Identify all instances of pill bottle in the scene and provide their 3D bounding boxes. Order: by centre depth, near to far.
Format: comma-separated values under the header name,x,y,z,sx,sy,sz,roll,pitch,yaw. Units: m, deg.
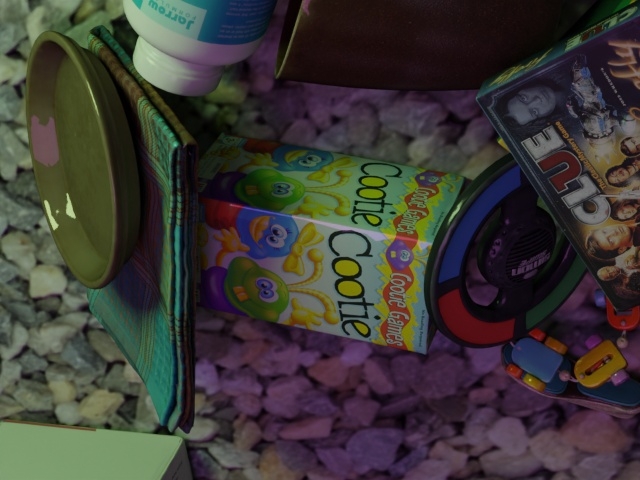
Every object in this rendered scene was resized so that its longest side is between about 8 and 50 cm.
name,x,y,z,sx,sy,sz,roll,pitch,yaw
pill bottle,-0.103,-0.271,1.288,0.146,0.146,0.264,25,125,3

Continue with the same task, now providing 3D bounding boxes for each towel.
name,x,y,z,sx,sy,sz,roll,pitch,yaw
towel,-0.198,-0.009,1.441,0.040,0.271,0.370,-14,129,-25

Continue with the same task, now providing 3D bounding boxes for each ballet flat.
name,x,y,z,sx,sy,sz,roll,pitch,yaw
ballet flat,0.274,0.160,1.479,0.168,0.057,0.052,20,153,9

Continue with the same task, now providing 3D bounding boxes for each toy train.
name,x,y,z,sx,sy,sz,roll,pitch,yaw
toy train,0.274,0.099,1.427,0.166,0.046,0.125,-11,74,19

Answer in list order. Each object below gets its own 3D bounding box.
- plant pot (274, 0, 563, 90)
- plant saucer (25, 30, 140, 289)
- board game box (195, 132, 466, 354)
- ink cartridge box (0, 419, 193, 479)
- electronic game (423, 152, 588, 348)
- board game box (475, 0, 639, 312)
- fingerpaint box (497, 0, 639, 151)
name,x,y,z,sx,sy,sz,roll,pitch,yaw
plant pot,0.096,-0.222,1.230,0.231,0.215,0.215,15,125,-7
plant saucer,-0.253,-0.086,1.426,0.278,0.041,0.277,38,134,52
board game box,0.000,0.000,1.420,0.275,0.142,0.144,11,123,13
ink cartridge box,-0.298,0.446,1.786,0.279,0.160,0.384,2,121,19
electronic game,0.197,0.007,1.331,0.048,0.229,0.229,40,137,43
board game box,0.268,-0.067,1.149,0.165,0.042,0.243,-26,109,32
fingerpaint box,0.452,-0.102,1.187,0.445,0.163,0.371,38,126,-6
